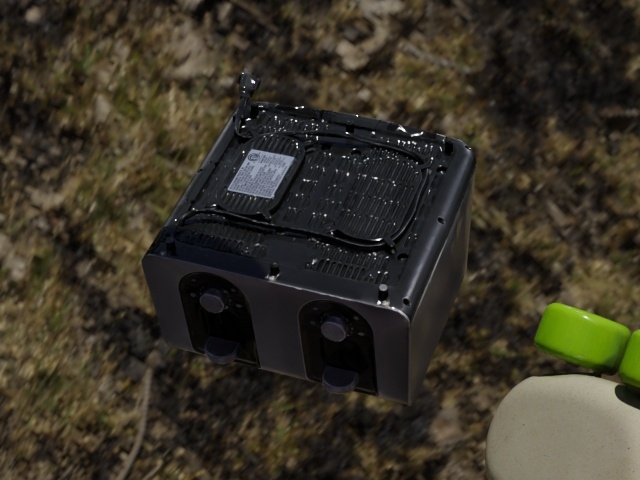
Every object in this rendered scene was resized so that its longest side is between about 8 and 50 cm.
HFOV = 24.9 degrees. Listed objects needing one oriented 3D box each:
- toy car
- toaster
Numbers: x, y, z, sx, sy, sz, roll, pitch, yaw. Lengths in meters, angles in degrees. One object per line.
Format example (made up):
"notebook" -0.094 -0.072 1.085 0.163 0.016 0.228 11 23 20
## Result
"toy car" 0.200 0.141 0.818 0.188 0.149 0.155 20 89 -28
"toaster" 0.000 0.000 0.900 0.168 0.110 0.185 12 46 15
